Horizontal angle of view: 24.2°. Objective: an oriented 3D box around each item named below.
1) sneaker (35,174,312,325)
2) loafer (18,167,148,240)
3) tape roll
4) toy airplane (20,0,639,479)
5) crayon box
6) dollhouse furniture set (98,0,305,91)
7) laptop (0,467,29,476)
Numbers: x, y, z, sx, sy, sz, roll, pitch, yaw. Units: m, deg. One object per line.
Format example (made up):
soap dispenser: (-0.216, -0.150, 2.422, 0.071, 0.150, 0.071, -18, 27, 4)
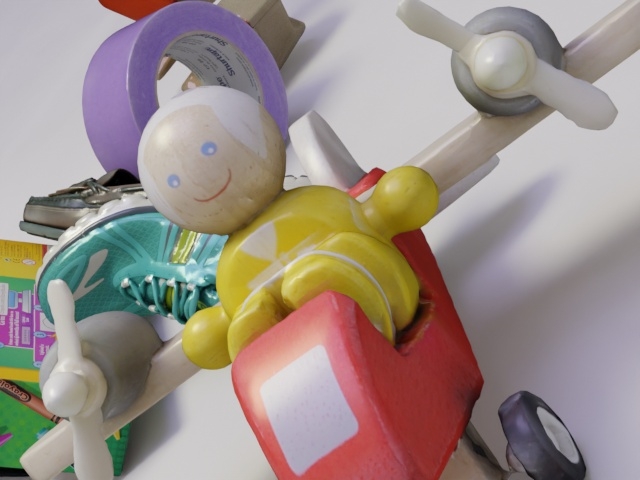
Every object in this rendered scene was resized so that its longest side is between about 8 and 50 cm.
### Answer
sneaker: (-0.103, 0.023, 1.191, 0.275, 0.107, 0.110, -14, 44, 13)
loafer: (-0.161, -0.029, 1.358, 0.267, 0.096, 0.084, 8, 89, 35)
tape roll: (-0.127, -0.127, 1.425, 0.080, 0.189, 0.189, -16, 36, 47)
toy airplane: (0.000, 0.000, 0.919, 0.384, 0.272, 0.386, -6, 44, 55)
crayon box: (-0.253, 0.090, 1.282, 0.278, 0.165, 0.081, -113, 33, -64)
dollhouse furniture set: (-0.160, -0.245, 1.621, 0.259, 0.262, 0.135, 25, 70, 31)
laptop: (-0.388, 0.145, 1.408, 0.137, 0.234, 0.264, 104, 162, -46)
